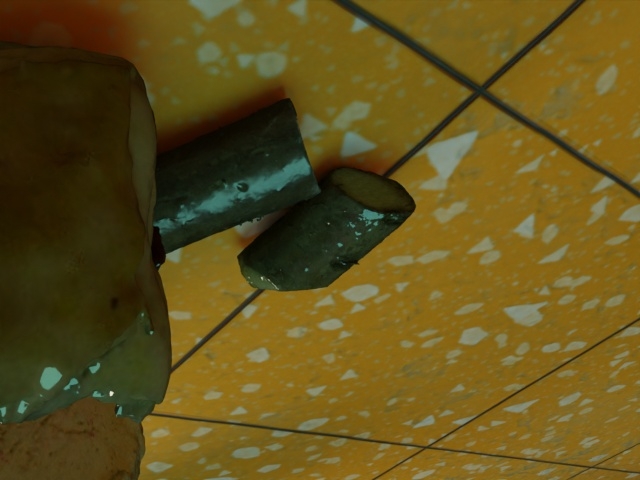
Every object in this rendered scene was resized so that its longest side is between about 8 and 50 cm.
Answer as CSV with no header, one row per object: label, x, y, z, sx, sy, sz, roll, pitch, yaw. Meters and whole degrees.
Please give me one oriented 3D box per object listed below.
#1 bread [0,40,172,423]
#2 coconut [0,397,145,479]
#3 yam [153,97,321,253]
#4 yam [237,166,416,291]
bread,-0.252,0.051,0.316,0.370,0.314,0.191,0,179,-17
coconut,-0.281,0.174,0.543,0.244,0.239,0.239,-31,142,19
yam,-0.083,-0.032,0.482,0.169,0.068,0.068,-22,144,8
yam,0.000,0.000,0.555,0.069,0.070,0.146,22,128,-41
